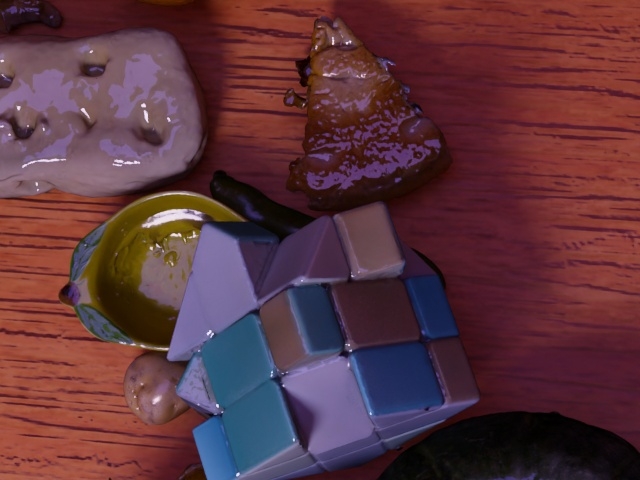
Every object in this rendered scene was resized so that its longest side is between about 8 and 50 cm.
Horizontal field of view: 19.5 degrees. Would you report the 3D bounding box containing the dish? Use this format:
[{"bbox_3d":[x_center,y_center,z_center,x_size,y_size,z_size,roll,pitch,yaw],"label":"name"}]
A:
[{"bbox_3d":[-0.137,0.032,1.745,0.207,0.080,0.149,-11,83,7],"label":"dish"}]

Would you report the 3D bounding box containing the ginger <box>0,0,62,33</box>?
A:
[{"bbox_3d":[-0.305,-0.227,1.847,0.097,0.030,0.048,25,84,15],"label":"ginger"}]

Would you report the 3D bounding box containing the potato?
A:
[{"bbox_3d":[-0.141,0.134,1.742,0.083,0.062,0.068,-16,92,-15],"label":"potato"}]

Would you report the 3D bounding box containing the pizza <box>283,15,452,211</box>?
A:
[{"bbox_3d":[0.028,-0.121,1.751,0.154,0.069,0.194,-19,70,6],"label":"pizza"}]

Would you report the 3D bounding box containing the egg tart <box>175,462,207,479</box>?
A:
[{"bbox_3d":[-0.103,0.251,1.720,0.105,0.039,0.105,-1,82,9],"label":"egg tart"}]

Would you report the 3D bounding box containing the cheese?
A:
[{"bbox_3d":[-0.236,-0.122,1.786,0.263,0.093,0.159,-1,81,9],"label":"cheese"}]

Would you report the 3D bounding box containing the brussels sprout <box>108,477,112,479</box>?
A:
[{"bbox_3d":[-0.108,0.342,1.598,0.259,0.227,0.294,26,128,3],"label":"brussels sprout"}]

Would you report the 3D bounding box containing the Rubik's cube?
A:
[{"bbox_3d":[-0.010,0.085,1.609,0.265,0.224,0.213,-35,68,43],"label":"Rubik's cube"}]

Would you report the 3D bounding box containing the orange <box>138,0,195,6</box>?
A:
[{"bbox_3d":[-0.154,-0.321,1.757,0.206,0.206,0.206,-2,79,10],"label":"orange"}]

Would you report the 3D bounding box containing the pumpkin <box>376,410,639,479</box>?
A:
[{"bbox_3d":[0.167,0.287,1.577,0.300,0.207,0.300,-2,80,11],"label":"pumpkin"}]

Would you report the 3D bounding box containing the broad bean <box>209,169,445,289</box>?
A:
[{"bbox_3d":[0.000,0.001,1.744,0.256,0.052,0.053,24,43,16],"label":"broad bean"}]
